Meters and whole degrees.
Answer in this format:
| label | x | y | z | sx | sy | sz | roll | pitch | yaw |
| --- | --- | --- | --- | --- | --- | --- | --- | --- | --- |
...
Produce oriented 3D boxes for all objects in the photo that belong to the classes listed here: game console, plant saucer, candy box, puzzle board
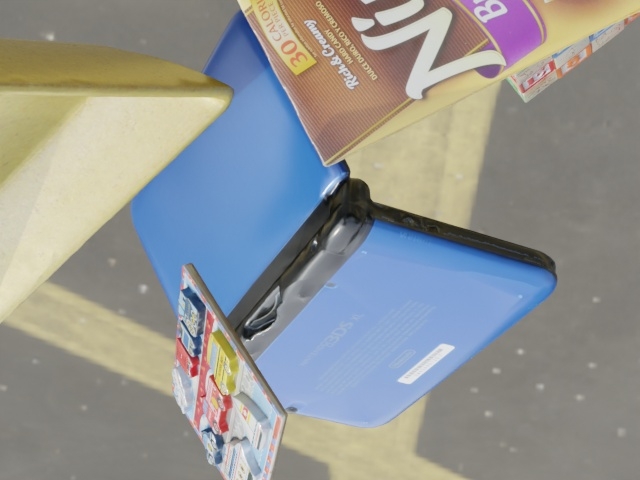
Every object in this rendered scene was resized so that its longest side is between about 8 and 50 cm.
| label | x | y | z | sx | sy | sz | roll | pitch | yaw |
| --- | --- | --- | --- | --- | --- | --- | --- | --- | --- |
| game console | 0.000 | 0.000 | 0.892 | 0.250 | 0.173 | 0.293 | 15 | 145 | -19 |
| plant saucer | -0.266 | -0.023 | 0.708 | 0.333 | 0.081 | 0.333 | -38 | 166 | 29 |
| candy box | 0.061 | -0.126 | 0.565 | 0.187 | 0.053 | 0.109 | -26 | 96 | 20 |
| puzzle board | -0.052 | 0.084 | 0.595 | 0.011 | 0.096 | 0.128 | -22 | 150 | -24 |

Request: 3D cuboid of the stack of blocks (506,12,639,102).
| label | x | y | z | sx | sy | sz | roll | pitch | yaw |
| --- | --- | --- | --- | --- | --- | --- | --- | --- | --- |
| stack of blocks | 0.284 | -0.273 | 1.111 | 0.297 | 0.087 | 0.171 | -38 | 166 | 8 |
